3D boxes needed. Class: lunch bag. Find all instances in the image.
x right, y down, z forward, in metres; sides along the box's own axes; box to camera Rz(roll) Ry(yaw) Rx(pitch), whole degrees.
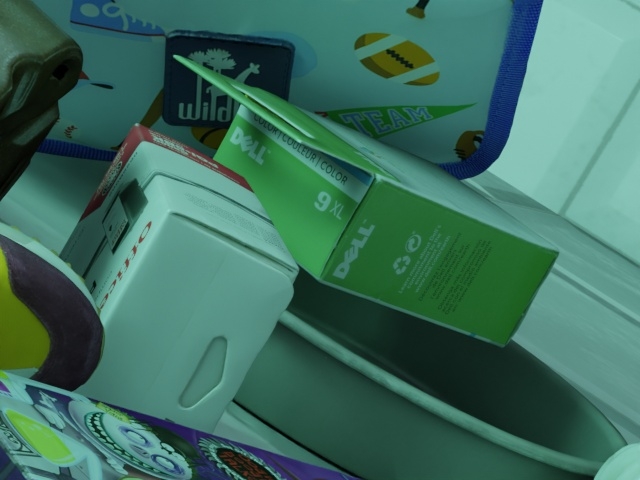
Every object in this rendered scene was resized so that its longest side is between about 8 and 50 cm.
[{"bbox_3d":[-0.044,-0.159,1.151,0.327,0.239,0.385,5,3,-2],"label":"lunch bag"}]

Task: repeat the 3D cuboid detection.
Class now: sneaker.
[{"bbox_3d":[-0.157,0.018,0.626,0.185,0.070,0.084,22,20,-14],"label":"sneaker"}]

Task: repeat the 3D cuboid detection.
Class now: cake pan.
[{"bbox_3d":[0.020,0.055,0.995,0.293,0.054,0.293,30,9,-5],"label":"cake pan"}]

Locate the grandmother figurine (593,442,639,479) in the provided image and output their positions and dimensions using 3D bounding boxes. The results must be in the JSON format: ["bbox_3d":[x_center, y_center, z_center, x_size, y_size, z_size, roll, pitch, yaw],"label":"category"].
[{"bbox_3d":[0.229,0.152,0.953,0.207,0.104,0.342,-5,-14,36],"label":"grandmother figurine"}]

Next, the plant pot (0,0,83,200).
[{"bbox_3d":[-0.189,-0.075,0.737,0.165,0.167,0.167,38,9,2],"label":"plant pot"}]

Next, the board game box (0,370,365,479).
[{"bbox_3d":[0.031,0.152,0.533,0.208,0.056,0.347,28,8,-43],"label":"board game box"}]

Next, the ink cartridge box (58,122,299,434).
[{"bbox_3d":[-0.065,0.022,0.757,0.056,0.099,0.135,28,9,-17],"label":"ink cartridge box"}]

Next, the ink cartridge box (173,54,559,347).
[{"bbox_3d":[0.014,-0.017,0.997,0.209,0.062,0.109,20,13,-46],"label":"ink cartridge box"}]
